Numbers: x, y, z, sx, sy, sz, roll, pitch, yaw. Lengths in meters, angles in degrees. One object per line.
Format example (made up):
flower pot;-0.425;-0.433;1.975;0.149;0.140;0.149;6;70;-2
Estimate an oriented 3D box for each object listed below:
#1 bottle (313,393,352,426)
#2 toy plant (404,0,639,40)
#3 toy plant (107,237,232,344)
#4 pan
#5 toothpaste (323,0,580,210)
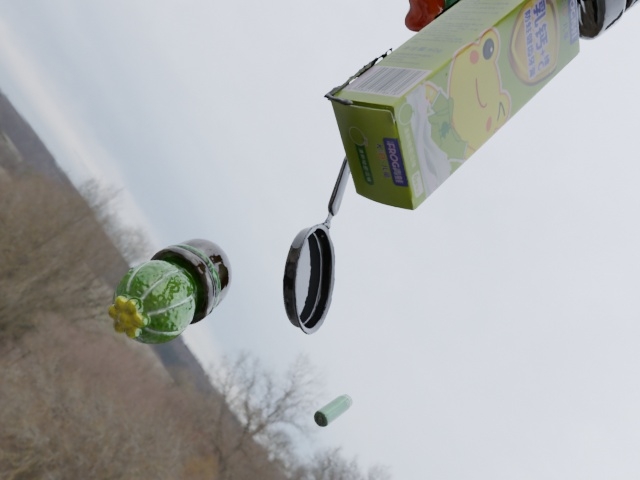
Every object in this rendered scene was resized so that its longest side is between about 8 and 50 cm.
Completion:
bottle;0.023;0.294;1.274;0.030;0.083;0.030;12;-70;34
toy plant;0.295;-0.329;0.949;0.185;0.400;0.279;61;-1;17
toy plant;-0.167;0.057;0.808;0.093;0.092;0.162;54;32;0
pan;0.000;0.000;0.909;0.028;0.235;0.136;9;-18;21
toothpaste;0.145;-0.165;0.720;0.077;0.327;0.110;18;-42;42
